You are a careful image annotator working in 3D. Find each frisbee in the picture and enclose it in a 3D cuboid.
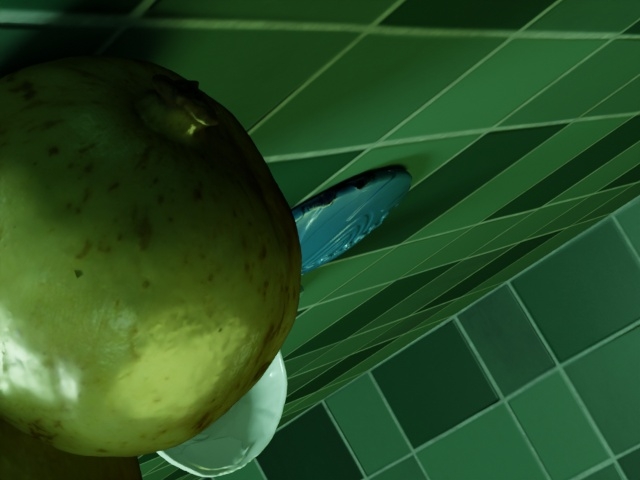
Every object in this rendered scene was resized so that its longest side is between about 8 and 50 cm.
[{"bbox_3d":[0.000,0.000,1.336,0.242,0.045,0.242,-27,168,-6],"label":"frisbee"}]

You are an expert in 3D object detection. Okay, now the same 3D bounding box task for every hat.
[{"bbox_3d":[-0.148,0.162,1.389,0.203,0.203,0.126,-22,-173,-33],"label":"hat"}]

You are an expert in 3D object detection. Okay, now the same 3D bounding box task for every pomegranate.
[{"bbox_3d":[-0.111,-0.001,0.656,0.215,0.215,0.215,-28,169,-6],"label":"pomegranate"}]

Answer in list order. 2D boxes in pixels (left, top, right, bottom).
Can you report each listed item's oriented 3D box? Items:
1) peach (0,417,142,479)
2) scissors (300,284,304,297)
[{"bbox_3d":[-0.273,0.182,0.723,0.290,0.373,0.372,-30,170,24],"label":"peach"},{"bbox_3d":[-0.098,0.130,1.692,0.191,0.029,0.360,-30,169,-2],"label":"scissors"}]
